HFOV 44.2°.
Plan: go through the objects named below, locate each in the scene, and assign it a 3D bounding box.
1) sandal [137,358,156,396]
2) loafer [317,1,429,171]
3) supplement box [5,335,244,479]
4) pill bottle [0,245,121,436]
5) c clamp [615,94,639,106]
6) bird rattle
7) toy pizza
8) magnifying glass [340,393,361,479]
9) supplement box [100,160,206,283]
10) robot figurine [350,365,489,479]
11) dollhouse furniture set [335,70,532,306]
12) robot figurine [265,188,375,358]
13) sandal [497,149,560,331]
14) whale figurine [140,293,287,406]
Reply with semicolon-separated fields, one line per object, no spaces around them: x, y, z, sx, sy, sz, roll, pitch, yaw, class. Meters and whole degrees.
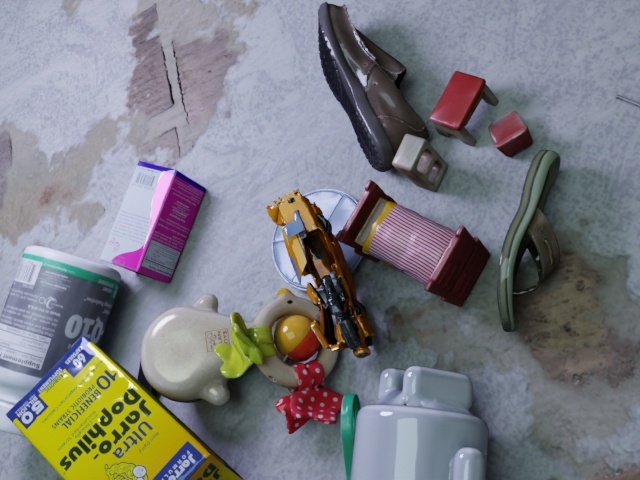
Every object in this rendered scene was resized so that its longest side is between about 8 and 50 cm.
-0.330;0.248;1.573;0.067;0.040;0.179;21;99;38;sandal
0.095;-0.299;1.485;0.130;0.134;0.365;-20;72;-7;loafer
-0.344;0.369;1.399;0.357;0.195;0.194;34;73;28;supplement box
-0.559;0.207;1.610;0.204;0.204;0.360;10;79;31;pill bottle
0.576;-0.261;1.250;0.160;0.022;0.137;-51;57;5;c clamp
-0.046;0.194;1.354;0.254;0.143;0.207;33;58;1;bird rattle
0.000;0.000;1.474;0.201;0.032;0.201;-10;68;25;toy pizza
0.052;0.369;1.297;0.026;0.092;0.230;-4;82;13;magnifying glass
-0.345;-0.036;1.629;0.111;0.114;0.219;16;80;31;supplement box
0.143;0.369;1.168;0.300;0.200;0.353;153;127;-65;robot figurine
0.215;-0.102;1.317;0.201;0.152;0.374;27;88;33;dollhouse furniture set
0.008;0.065;1.320;0.085;0.211;0.290;-23;79;9;robot figurine
0.341;0.000;1.241;0.086;0.120;0.302;17;82;18;sandal
-0.193;0.207;1.472;0.272;0.141;0.216;-12;66;-1;whale figurine
